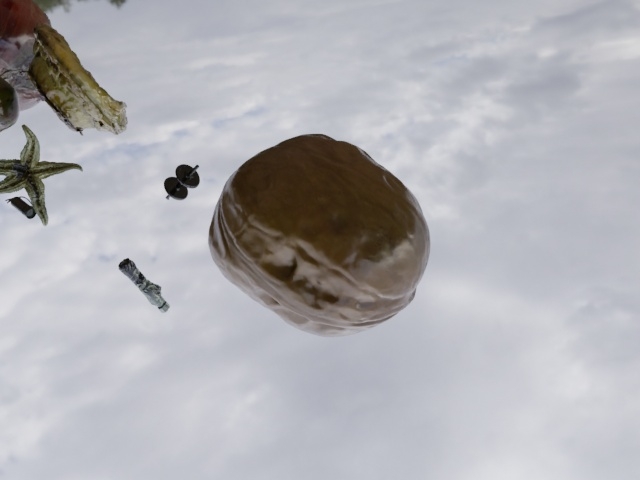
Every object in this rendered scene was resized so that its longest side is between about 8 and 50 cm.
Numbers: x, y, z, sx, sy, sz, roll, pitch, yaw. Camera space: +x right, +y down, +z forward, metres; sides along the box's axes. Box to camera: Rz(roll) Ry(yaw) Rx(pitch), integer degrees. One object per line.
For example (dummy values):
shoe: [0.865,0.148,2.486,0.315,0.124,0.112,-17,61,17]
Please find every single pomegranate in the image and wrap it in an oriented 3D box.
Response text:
pomegranate: [-0.624,-0.254,1.422,0.115,0.114,0.142,-26,-155,-28]

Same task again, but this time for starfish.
starfish: [-0.600,-0.130,1.570,0.224,0.216,0.050,-8,-166,-1]

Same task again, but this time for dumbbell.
dumbbell: [-0.339,-0.142,1.868,0.147,0.069,0.069,-38,-173,36]

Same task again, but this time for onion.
onion: [-0.847,-0.487,1.966,0.354,0.353,0.353,-9,-154,4]

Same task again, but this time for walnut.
walnut: [0.000,0.000,1.373,0.398,0.354,0.307,31,-122,1]

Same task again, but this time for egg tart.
egg tart: [-0.439,-0.271,1.352,0.106,0.241,0.241,-40,-149,-5]

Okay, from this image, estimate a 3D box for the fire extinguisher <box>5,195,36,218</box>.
fire extinguisher: [-0.648,-0.077,1.659,0.083,0.025,0.038,30,-129,30]

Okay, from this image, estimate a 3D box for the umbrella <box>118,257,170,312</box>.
umbrella: [-0.469,0.121,2.055,0.050,0.188,0.046,-40,-152,-7]
